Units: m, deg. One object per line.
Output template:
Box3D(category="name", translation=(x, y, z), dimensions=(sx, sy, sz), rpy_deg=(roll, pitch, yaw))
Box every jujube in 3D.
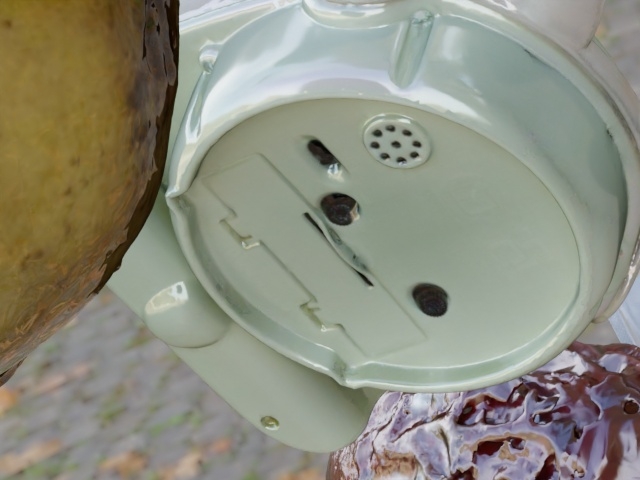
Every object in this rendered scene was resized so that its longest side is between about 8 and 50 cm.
Box3D(category="jujube", translation=(0.160, 0.191, 1.486), dimensions=(0.258, 0.258, 0.376), rpy_deg=(-31, 16, -26))

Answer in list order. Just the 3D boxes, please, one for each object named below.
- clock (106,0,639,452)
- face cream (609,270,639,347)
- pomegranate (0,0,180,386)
Box3D(category="clock", translation=(0.036, -0.029, 0.998), dimensions=(0.324, 0.265, 0.109), rpy_deg=(-22, 33, 36))
Box3D(category="face cream", translation=(0.360, 0.014, 1.789), dimensions=(0.224, 0.114, 0.070), rpy_deg=(-27, -16, 6))
Box3D(category="pomegranate", translation=(-0.180, -0.053, 0.582), dimensions=(0.281, 0.281, 0.281), rpy_deg=(-20, 17, 7))
